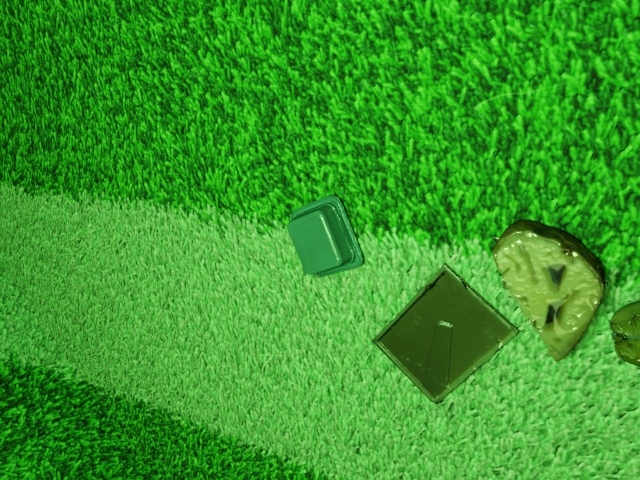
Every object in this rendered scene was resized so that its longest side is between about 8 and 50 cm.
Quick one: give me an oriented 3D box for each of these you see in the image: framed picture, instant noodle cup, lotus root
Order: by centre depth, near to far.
[{"bbox_3d":[0.429,0.078,1.006,0.170,0.074,0.260,-38,84,32],"label":"lotus root"},{"bbox_3d":[0.260,0.210,1.187,0.209,0.019,0.281,45,124,12],"label":"framed picture"},{"bbox_3d":[0.000,0.000,1.259,0.157,0.070,0.179,-20,95,37],"label":"instant noodle cup"}]

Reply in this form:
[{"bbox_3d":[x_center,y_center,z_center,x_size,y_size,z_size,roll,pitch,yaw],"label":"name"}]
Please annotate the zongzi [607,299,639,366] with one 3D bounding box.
[{"bbox_3d":[0.620,0.211,0.864,0.251,0.125,0.274,-24,76,37],"label":"zongzi"}]
